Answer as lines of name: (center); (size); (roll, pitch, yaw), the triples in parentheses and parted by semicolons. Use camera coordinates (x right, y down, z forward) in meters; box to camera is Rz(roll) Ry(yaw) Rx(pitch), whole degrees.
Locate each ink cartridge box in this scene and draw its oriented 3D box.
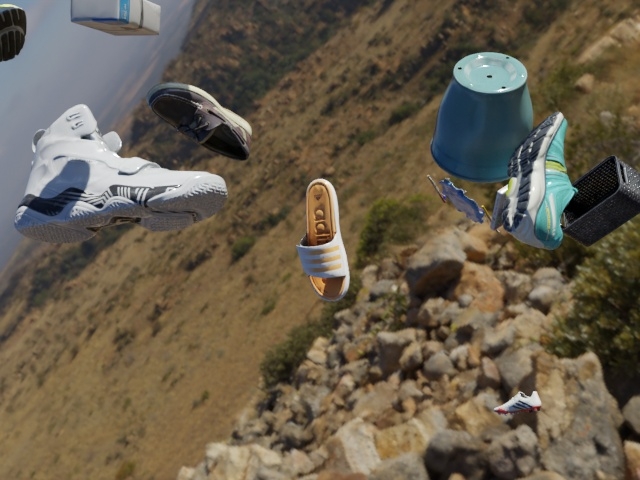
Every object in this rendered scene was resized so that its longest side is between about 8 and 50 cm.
ink cartridge box: (-0.509, -0.568, 1.863); (0.191, 0.140, 0.082); (-10, -77, -71)

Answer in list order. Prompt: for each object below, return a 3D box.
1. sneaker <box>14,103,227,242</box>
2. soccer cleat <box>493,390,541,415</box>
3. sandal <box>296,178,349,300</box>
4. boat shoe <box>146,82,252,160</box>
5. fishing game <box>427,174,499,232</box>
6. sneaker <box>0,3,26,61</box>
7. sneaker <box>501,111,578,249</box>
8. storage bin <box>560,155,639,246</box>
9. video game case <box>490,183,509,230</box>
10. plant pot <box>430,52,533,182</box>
sneaker: (-0.337, -0.123, 1.250); (0.366, 0.137, 0.210); (-8, 71, 11)
soccer cleat: (0.328, 0.272, 1.247); (0.083, 0.029, 0.035); (-18, 74, 36)
sandal: (-0.009, 0.001, 1.590); (0.102, 0.076, 0.265); (-10, 86, 33)
boat shoe: (-0.265, -0.265, 1.699); (0.103, 0.285, 0.092); (-36, 51, 26)
fishing game: (0.438, -0.126, 2.291); (0.041, 0.189, 0.264); (-46, 38, -5)
sneaker: (-0.517, -0.298, 1.083); (0.208, 0.094, 0.081); (-52, -18, -47)
sneaker: (0.392, -0.104, 1.310); (0.107, 0.110, 0.275); (-39, 27, 59)
storage bin: (0.621, -0.086, 1.657); (0.180, 0.084, 0.122); (-43, 25, 42)
video game case: (0.507, -0.110, 1.920); (0.157, 0.143, 0.019); (-31, 56, -21)
plant pot: (0.430, -0.333, 1.936); (0.255, 0.272, 0.271); (86, -165, -47)
